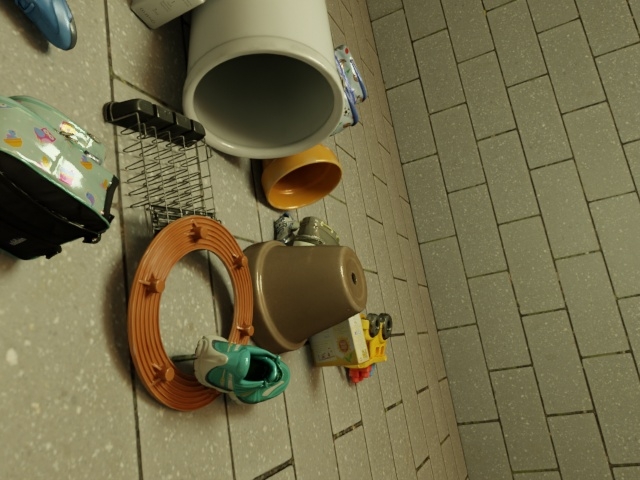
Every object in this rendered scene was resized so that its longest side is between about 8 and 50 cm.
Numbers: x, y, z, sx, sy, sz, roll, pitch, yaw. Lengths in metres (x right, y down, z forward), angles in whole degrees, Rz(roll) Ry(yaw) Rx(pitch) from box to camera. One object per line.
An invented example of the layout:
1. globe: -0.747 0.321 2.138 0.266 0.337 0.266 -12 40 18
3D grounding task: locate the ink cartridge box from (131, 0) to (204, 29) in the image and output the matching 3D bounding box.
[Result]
1. ink cartridge box: -0.244 -0.595 1.001 0.066 0.261 0.296 43 38 -53

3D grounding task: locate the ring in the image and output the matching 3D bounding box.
1. ring: -0.201 0.123 0.863 0.337 0.032 0.336 -2 90 -68

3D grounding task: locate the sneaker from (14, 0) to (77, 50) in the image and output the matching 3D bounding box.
1. sneaker: -0.428 -0.364 0.690 0.082 0.069 0.209 -51 123 -49

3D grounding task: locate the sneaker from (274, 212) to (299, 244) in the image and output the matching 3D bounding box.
1. sneaker: -0.098 -0.030 1.280 0.058 0.052 0.135 55 20 -19

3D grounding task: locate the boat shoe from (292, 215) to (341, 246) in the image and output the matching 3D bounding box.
1. boat shoe: 0.004 0.001 1.345 0.305 0.109 0.091 27 75 -76

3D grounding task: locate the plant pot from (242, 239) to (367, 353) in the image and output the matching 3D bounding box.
1. plant pot: -0.026 0.106 1.116 0.263 0.230 0.262 48 33 -47

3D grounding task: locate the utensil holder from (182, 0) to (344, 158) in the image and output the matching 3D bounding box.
1. utensil holder: -0.129 -0.429 1.095 0.328 0.328 0.385 41 38 -54

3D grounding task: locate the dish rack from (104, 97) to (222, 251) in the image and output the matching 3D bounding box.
1. dish rack: -0.269 -0.110 0.891 0.208 0.074 0.271 4 74 -65

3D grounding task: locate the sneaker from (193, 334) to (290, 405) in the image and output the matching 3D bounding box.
1. sneaker: -0.114 0.239 0.877 0.275 0.110 0.106 45 49 -61

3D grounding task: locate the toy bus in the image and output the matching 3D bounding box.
1. toy bus: 0.112 0.313 1.451 0.220 0.150 0.211 18 75 -61

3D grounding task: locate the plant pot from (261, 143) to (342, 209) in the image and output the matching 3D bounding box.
1. plant pot: -0.072 -0.213 1.282 0.205 0.205 0.187 27 36 -61

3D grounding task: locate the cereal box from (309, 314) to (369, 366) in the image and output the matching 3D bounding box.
1. cereal box: 0.027 0.197 1.257 0.047 0.173 0.239 -6 82 -40

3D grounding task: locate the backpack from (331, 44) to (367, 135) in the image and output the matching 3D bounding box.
1. backpack: 0.021 -0.459 1.524 0.276 0.213 0.263 -106 178 -74

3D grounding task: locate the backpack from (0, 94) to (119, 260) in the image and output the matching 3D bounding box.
1. backpack: -0.347 -0.078 0.557 0.188 0.166 0.144 43 37 -57
